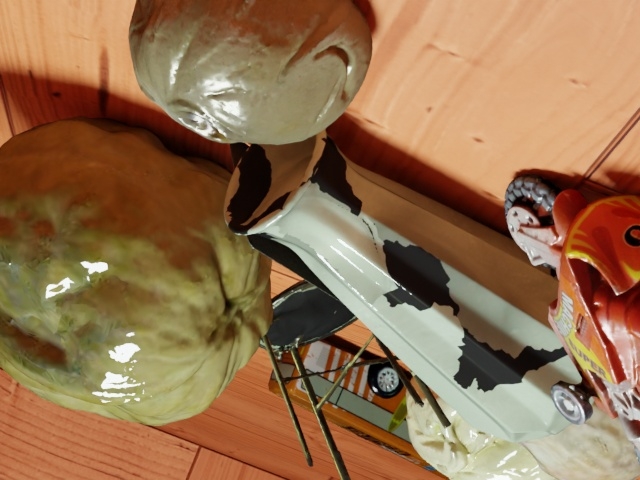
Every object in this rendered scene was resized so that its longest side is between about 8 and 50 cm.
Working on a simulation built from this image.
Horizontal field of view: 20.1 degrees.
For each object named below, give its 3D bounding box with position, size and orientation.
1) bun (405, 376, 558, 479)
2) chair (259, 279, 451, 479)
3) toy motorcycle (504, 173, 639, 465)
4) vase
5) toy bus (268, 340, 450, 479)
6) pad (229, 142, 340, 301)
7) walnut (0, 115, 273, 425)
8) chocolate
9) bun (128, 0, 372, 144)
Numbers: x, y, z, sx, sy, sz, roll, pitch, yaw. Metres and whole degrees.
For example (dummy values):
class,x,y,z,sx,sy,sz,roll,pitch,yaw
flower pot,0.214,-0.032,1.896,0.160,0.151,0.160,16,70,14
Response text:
class,x,y,z,sx,sy,sz,roll,pitch,yaw
bun,0.194,0.213,1.969,0.229,0.145,0.229,26,167,7
chair,-0.015,0.078,1.839,0.325,0.170,0.160,63,-172,25
toy motorcycle,0.240,0.073,1.360,0.298,0.089,0.171,58,149,-2
vase,0.089,0.031,1.512,0.360,0.165,0.165,35,160,-30
toy bus,0.125,0.229,2.248,0.409,0.092,0.093,29,166,-22
pad,0.000,0.000,1.578,0.003,0.143,0.211,-37,131,23
walnut,-0.187,0.031,1.662,0.277,0.253,0.282,17,165,13
chocolate,0.228,0.157,1.774,0.309,0.134,0.134,30,163,-35
bun,-0.055,-0.121,1.212,0.167,0.113,0.173,9,163,39
